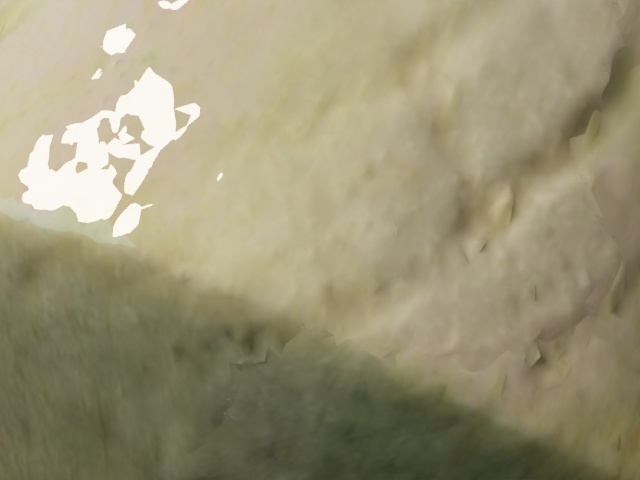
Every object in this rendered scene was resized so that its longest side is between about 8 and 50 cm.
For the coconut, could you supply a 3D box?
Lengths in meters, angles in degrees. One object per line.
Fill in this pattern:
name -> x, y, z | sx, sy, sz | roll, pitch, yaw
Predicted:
coconut -> 0.000, 0.000, 0.560 | 0.415, 0.345, 0.415 | 22, -90, -83
